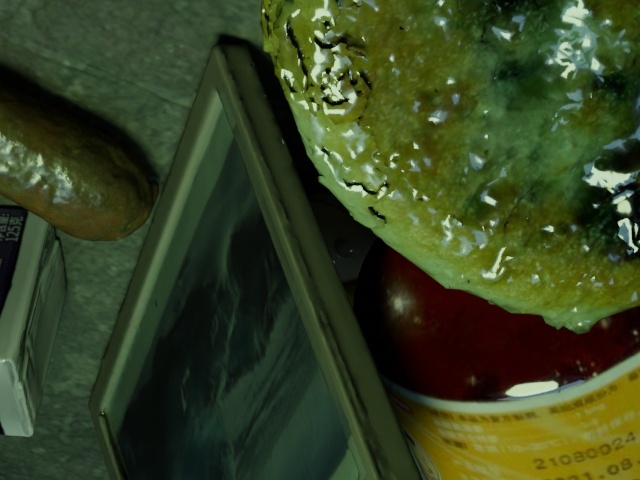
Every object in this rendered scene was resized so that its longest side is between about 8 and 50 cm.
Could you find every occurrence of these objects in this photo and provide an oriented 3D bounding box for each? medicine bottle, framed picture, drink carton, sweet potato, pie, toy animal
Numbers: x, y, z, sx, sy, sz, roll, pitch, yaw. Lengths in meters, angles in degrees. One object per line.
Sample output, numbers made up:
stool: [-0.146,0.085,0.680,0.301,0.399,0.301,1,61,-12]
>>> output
medicine bottle: [0.122,-0.010,1.171,0.242,0.242,0.395,-9,124,20]
framed picture: [-0.067,0.132,1.307,0.028,0.326,0.446,-7,147,-24]
drink carton: [-0.303,0.051,1.381,0.222,0.134,0.102,4,144,6]
sweet potato: [-0.217,-0.077,1.255,0.273,0.075,0.075,33,135,-28]
pie: [0.121,-0.114,0.951,0.296,0.078,0.371,-33,116,7]
toy animal: [0.000,0.000,1.323,0.114,0.091,0.082,14,134,43]
